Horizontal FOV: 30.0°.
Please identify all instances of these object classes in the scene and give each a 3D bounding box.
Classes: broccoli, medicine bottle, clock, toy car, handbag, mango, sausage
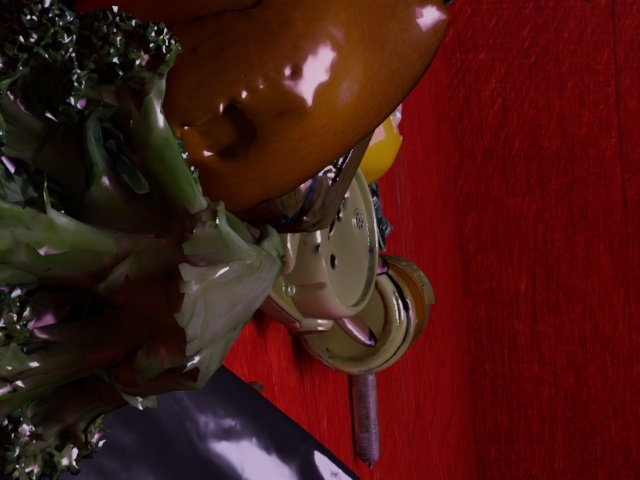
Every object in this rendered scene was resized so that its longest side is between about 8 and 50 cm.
[{"bbox_3d":[-0.104,-0.001,0.457,0.195,0.156,0.195,-51,164,-21],"label":"broccoli"},{"bbox_3d":[0.053,0.071,1.255,0.239,0.124,0.124,-7,96,-79],"label":"medicine bottle"},{"bbox_3d":[0.000,0.000,1.037,0.232,0.069,0.170,54,37,-50],"label":"clock"},{"bbox_3d":[0.041,-0.070,1.371,0.093,0.058,0.186,67,12,-59],"label":"toy car"},{"bbox_3d":[-0.039,0.169,0.601,0.332,0.075,0.191,41,36,-27],"label":"handbag"},{"bbox_3d":[-0.035,-0.125,0.679,0.287,0.201,0.152,-52,144,-43],"label":"mango"},{"bbox_3d":[0.051,0.154,1.451,0.033,0.033,0.269,-53,139,-72],"label":"sausage"}]

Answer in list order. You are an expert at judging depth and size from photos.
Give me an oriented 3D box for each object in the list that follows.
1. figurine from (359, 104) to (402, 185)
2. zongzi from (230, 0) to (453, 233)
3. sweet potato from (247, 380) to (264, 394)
[{"bbox_3d":[0.024,-0.144,1.182,0.185,0.127,0.234,-60,138,-83],"label":"figurine"},{"bbox_3d":[-0.058,-0.170,0.833,0.289,0.123,0.260,37,74,-32],"label":"zongzi"},{"bbox_3d":[-0.094,0.165,0.681,0.281,0.059,0.067,-59,159,-67],"label":"sweet potato"}]
